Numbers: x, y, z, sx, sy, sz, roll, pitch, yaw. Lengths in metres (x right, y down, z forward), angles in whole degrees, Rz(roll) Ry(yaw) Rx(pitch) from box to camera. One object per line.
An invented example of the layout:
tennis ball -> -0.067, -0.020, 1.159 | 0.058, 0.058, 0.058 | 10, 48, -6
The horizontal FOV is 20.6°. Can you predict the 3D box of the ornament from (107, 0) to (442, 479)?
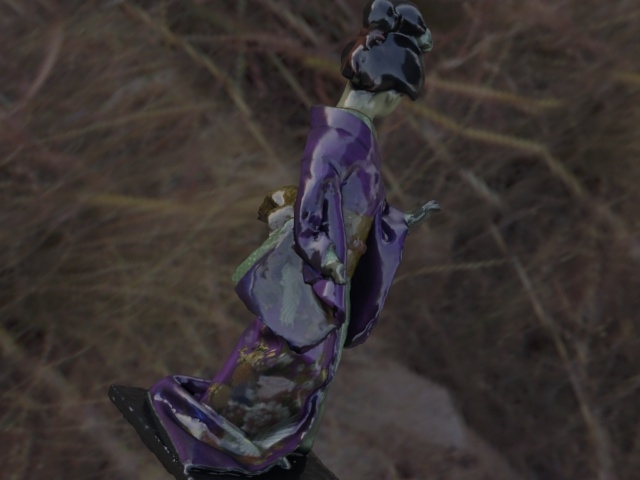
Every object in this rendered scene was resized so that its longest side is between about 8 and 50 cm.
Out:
ornament -> 0.005, 0.004, 0.700 | 0.081, 0.088, 0.203 | 19, 102, -40
